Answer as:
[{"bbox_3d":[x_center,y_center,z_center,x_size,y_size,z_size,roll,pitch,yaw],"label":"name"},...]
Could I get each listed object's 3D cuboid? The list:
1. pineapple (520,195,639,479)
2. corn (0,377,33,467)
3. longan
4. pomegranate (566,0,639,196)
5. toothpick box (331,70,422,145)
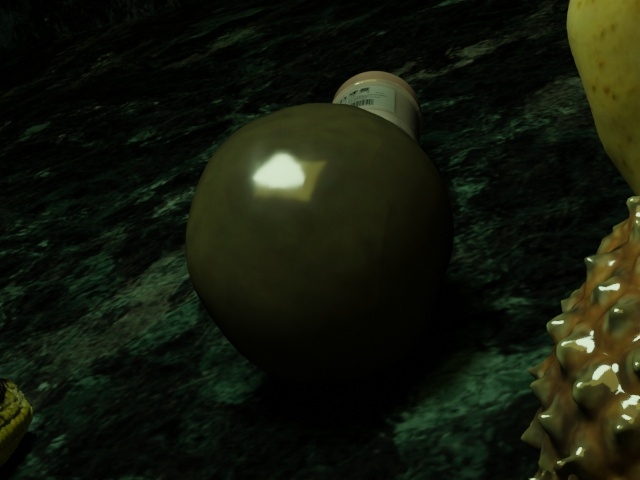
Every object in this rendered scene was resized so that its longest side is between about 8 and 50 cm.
[{"bbox_3d":[0.137,0.119,0.481,0.175,0.175,0.361,7,50,50],"label":"pineapple"},{"bbox_3d":[-0.281,0.167,0.819,0.072,0.072,0.203,-7,23,29],"label":"corn"},{"bbox_3d":[0.000,0.000,0.816,0.196,0.196,0.220,-10,35,24],"label":"longan"},{"bbox_3d":[0.293,-0.120,0.635,0.342,0.342,0.342,-17,21,7],"label":"pomegranate"},{"bbox_3d":[0.053,-0.102,1.136,0.098,0.098,0.149,-15,22,12],"label":"toothpick box"}]
